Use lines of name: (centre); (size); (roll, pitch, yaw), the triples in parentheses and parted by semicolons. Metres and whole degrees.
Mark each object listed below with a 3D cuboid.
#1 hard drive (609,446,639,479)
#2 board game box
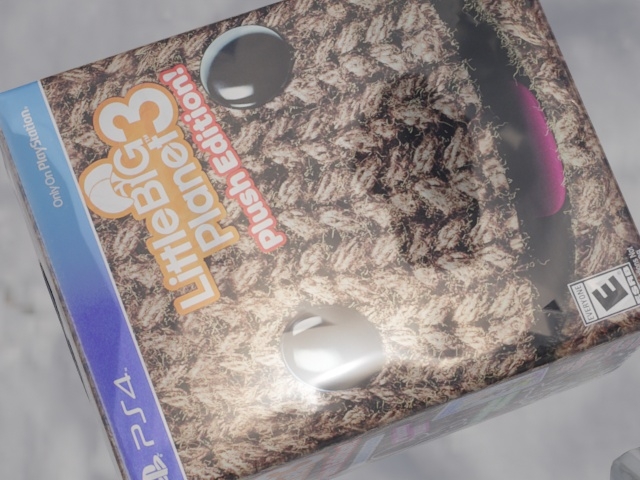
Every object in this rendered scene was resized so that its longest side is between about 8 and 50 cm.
hard drive: (0.243, 0.252, 0.856); (0.353, 0.047, 0.233); (-138, 28, -66)
board game box: (0.000, 0.000, 1.060); (0.141, 0.291, 0.232); (106, 143, -74)
